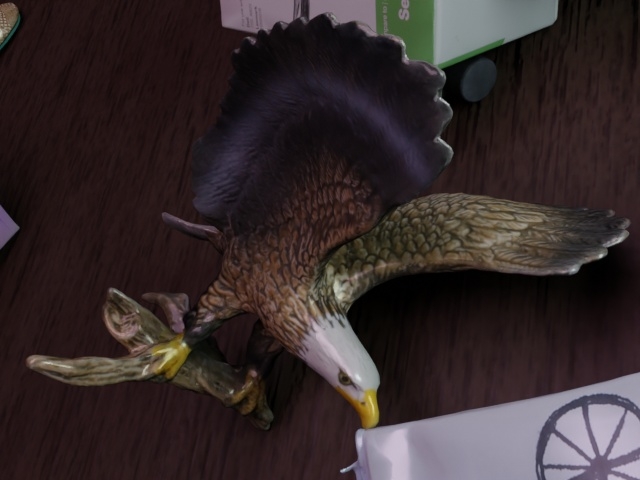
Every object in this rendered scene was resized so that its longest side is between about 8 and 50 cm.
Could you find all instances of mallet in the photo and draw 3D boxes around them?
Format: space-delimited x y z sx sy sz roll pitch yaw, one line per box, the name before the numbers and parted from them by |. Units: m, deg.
mallet | 0.063 -0.072 0.676 0.062 0.039 0.189 32 88 45

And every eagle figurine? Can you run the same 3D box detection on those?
eagle figurine | 0.007 0.008 0.555 0.225 0.226 0.298 46 113 5

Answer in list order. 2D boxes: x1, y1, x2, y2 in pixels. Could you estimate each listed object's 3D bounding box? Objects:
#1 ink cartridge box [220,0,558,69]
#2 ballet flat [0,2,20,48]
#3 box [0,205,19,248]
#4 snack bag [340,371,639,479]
ink cartridge box | 0.047 -0.207 0.675 0.219 0.092 0.160 22 36 38
ballet flat | -0.451 -0.220 1.061 0.206 0.067 0.073 -49 49 -1
box | -0.442 -0.006 0.796 0.117 0.213 0.243 8 50 36
snack bag | 0.177 0.209 0.366 0.342 0.037 0.323 -20 67 29
